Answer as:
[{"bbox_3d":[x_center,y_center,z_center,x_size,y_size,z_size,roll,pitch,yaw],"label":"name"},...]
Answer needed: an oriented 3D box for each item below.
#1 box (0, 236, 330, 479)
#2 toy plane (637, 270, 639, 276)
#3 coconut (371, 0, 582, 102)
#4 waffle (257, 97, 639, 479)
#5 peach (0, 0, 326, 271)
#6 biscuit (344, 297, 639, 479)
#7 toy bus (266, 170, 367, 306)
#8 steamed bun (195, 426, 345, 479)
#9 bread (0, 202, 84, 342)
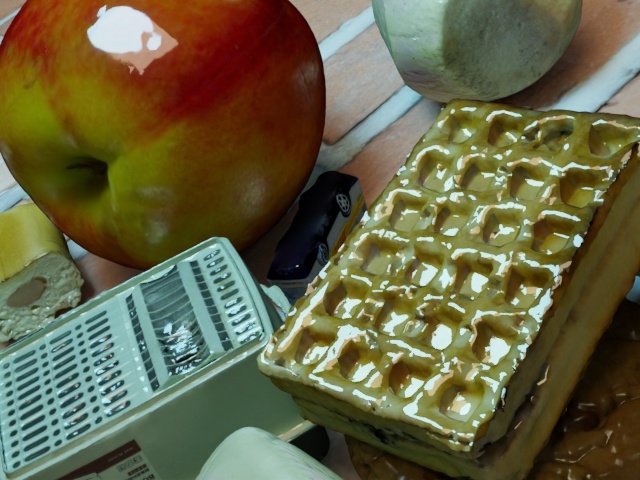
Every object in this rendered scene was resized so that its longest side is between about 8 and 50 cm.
[{"bbox_3d":[-0.141,0.147,0.925,0.290,0.166,0.221,-28,36,-3],"label":"box"},{"bbox_3d":[0.286,0.001,0.875,0.244,0.093,0.229,8,18,22],"label":"toy plane"},{"bbox_3d":[0.177,-0.292,1.225,0.259,0.259,0.259,-16,37,13],"label":"coconut"},{"bbox_3d":[0.122,0.025,0.797,0.212,0.091,0.308,14,59,42],"label":"waffle"},{"bbox_3d":[-0.166,-0.157,1.159,0.388,0.388,0.388,-16,37,13],"label":"peach"},{"bbox_3d":[0.155,0.120,0.829,0.295,0.075,0.296,-13,29,8],"label":"biscuit"},{"bbox_3d":[0.000,0.000,1.102,0.057,0.072,0.172,-2,40,27],"label":"toy bus"},{"bbox_3d":[-0.003,0.251,0.726,0.153,0.170,0.238,-54,38,-3],"label":"steamed bun"},{"bbox_3d":[-0.367,0.035,1.269,0.134,0.085,0.173,-33,38,-4],"label":"bread"}]
